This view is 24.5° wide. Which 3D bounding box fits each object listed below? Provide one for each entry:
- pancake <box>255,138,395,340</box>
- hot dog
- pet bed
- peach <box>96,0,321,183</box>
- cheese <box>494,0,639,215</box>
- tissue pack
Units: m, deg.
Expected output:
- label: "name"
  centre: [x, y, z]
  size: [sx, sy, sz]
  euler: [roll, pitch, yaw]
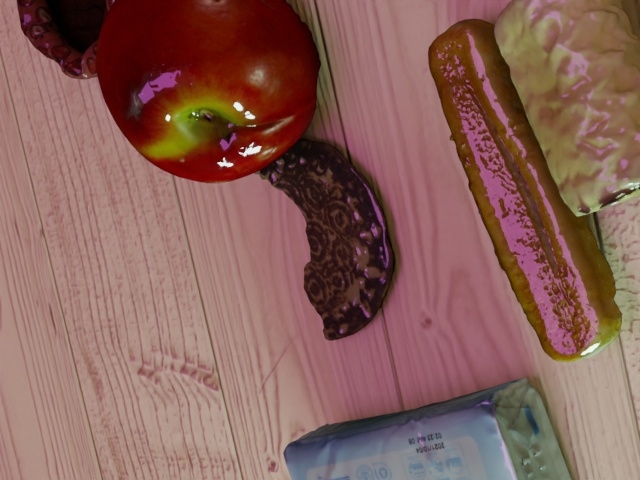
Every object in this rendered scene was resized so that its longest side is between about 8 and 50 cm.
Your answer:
- label: "pancake"
  centre: [0.000, 0.000, 1.377]
  size: [0.184, 0.020, 0.190]
  euler: [21, 115, 38]
- label: "hot dog"
  centre: [0.164, -0.043, 1.173]
  size: [0.088, 0.061, 0.286]
  euler: [-22, 86, 42]
- label: "pet bed"
  centre: [-0.251, -0.268, 1.516]
  size: [0.201, 0.053, 0.201]
  euler: [9, 103, 42]
- label: "peach"
  centre: [-0.100, -0.163, 1.349]
  size: [0.196, 0.226, 0.190]
  euler: [-20, 126, 13]
- label: "cheese"
  centre: [0.198, -0.107, 1.084]
  size: [0.123, 0.094, 0.167]
  euler: [86, 161, -84]
- label: "tissue pack"
  centre: [0.102, 0.232, 1.302]
  size: [0.263, 0.089, 0.177]
  euler: [-21, 89, 43]
